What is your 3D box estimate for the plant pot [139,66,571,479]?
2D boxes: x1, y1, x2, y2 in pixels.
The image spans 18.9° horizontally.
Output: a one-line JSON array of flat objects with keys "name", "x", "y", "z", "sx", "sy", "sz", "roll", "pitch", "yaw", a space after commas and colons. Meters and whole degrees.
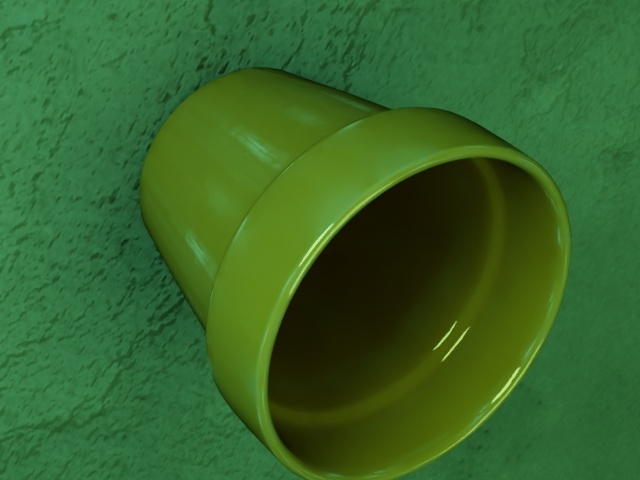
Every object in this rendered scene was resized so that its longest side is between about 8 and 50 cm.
[{"name": "plant pot", "x": 0.000, "y": 0.000, "z": 1.056, "sx": 0.205, "sy": 0.188, "sz": 0.205, "roll": -22, "pitch": 131, "yaw": -28}]
